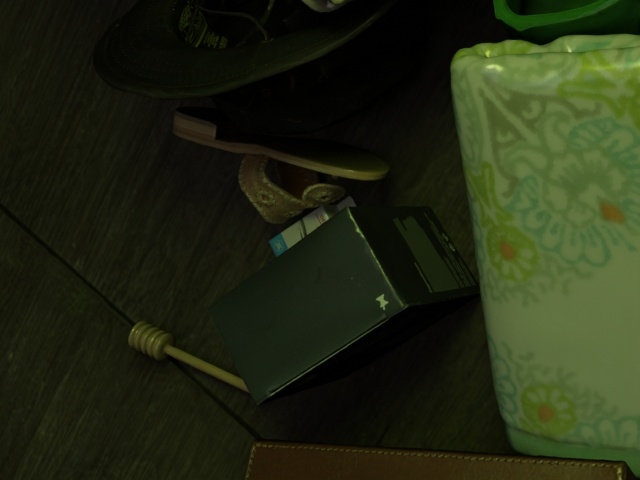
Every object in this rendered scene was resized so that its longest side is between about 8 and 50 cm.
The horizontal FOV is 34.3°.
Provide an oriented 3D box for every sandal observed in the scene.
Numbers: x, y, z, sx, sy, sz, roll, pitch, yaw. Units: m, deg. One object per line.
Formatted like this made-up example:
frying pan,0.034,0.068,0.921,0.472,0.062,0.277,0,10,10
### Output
sandal,-0.040,-0.056,0.929,0.240,0.088,0.079,21,111,35

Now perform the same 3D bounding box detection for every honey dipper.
honey dipper,-0.116,0.120,1.003,0.160,0.030,0.030,22,103,25

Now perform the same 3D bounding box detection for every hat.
hat,-0.010,-0.169,0.852,0.331,0.331,0.134,-4,129,29

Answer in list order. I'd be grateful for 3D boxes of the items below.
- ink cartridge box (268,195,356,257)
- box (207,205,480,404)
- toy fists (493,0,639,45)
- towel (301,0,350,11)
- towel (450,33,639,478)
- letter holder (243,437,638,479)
ink cartridge box,0.000,0.000,0.932,0.083,0.028,0.048,-34,76,26
box,0.023,0.049,0.848,0.156,0.158,0.093,-36,75,25
toy fists,0.261,-0.187,0.716,0.279,0.142,0.096,-15,69,29
towel,0.045,-0.260,0.769,0.187,0.282,0.049,-26,123,5
towel,0.285,0.016,0.687,0.374,0.090,0.321,0,113,26
letter holder,0.087,0.281,0.778,0.301,0.152,0.214,-3,60,30
